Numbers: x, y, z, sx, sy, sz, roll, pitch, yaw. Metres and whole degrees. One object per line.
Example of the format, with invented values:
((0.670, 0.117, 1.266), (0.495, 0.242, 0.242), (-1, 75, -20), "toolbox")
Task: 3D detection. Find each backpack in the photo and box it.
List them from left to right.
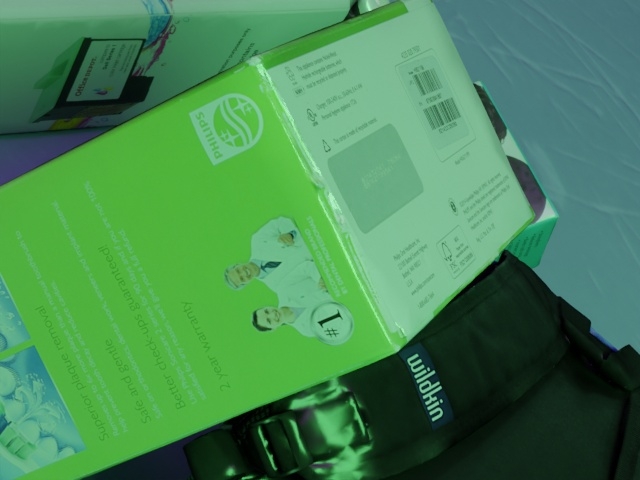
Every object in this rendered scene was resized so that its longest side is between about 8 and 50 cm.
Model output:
((0.066, 0.145, 0.843), (0.276, 0.213, 0.263), (47, 48, -5), "backpack")

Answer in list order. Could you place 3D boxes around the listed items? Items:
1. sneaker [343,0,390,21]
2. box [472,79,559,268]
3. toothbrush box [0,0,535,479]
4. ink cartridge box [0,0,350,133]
((-0.010, -0.216, 1.175), (0.118, 0.110, 0.292), (-1, 56, -45), "sneaker")
((0.000, 0.000, 0.957), (0.244, 0.060, 0.100), (-20, 66, -16), "box")
((-0.077, 0.015, 0.739), (0.122, 0.283, 0.206), (63, 26, -3), "toothbrush box")
((-0.153, -0.177, 1.029), (0.278, 0.117, 0.201), (-8, 60, -39), "ink cartridge box")
